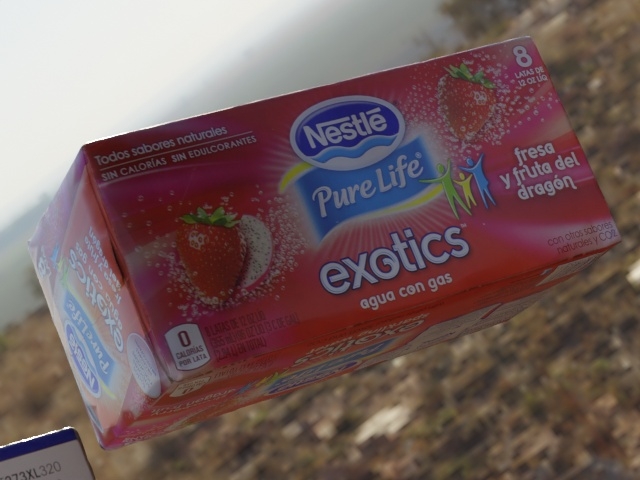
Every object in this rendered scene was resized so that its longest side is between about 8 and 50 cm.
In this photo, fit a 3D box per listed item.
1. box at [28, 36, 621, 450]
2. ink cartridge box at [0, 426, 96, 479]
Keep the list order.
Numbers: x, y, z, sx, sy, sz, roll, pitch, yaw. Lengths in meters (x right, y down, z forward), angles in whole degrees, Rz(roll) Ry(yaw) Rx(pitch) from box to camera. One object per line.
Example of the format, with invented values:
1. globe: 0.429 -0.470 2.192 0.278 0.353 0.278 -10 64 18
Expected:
1. box: 0.000 0.000 0.900 0.256 0.123 0.128 -16 -14 -26
2. ink cartridge box: -0.123 0.277 0.770 0.175 0.371 0.069 -14 -16 -32
